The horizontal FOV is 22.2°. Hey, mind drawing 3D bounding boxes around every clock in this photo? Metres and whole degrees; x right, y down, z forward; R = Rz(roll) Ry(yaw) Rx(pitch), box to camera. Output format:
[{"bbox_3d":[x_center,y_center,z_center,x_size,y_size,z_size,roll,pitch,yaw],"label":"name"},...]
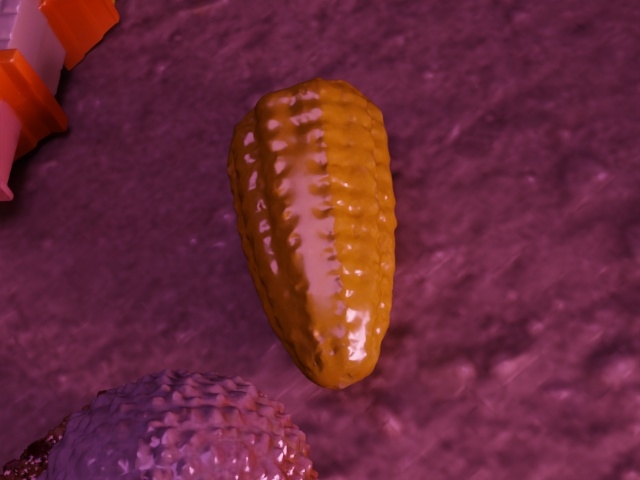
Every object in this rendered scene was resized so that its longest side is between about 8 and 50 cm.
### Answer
[{"bbox_3d":[-0.278,-0.138,1.214,0.219,0.106,0.255,-2,60,19],"label":"clock"}]

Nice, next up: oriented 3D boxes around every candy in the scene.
[{"bbox_3d":[0.000,0.000,1.024,0.106,0.094,0.199,-11,59,4],"label":"candy"}]

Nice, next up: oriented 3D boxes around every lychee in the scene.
[{"bbox_3d":[-0.078,0.156,0.891,0.165,0.165,0.197,-11,41,11],"label":"lychee"}]

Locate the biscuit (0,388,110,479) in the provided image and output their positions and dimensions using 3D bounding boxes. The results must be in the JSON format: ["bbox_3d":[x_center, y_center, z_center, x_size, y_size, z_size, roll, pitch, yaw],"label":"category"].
[{"bbox_3d":[-0.180,0.168,0.998,0.199,0.034,0.064,-38,52,-11],"label":"biscuit"}]
